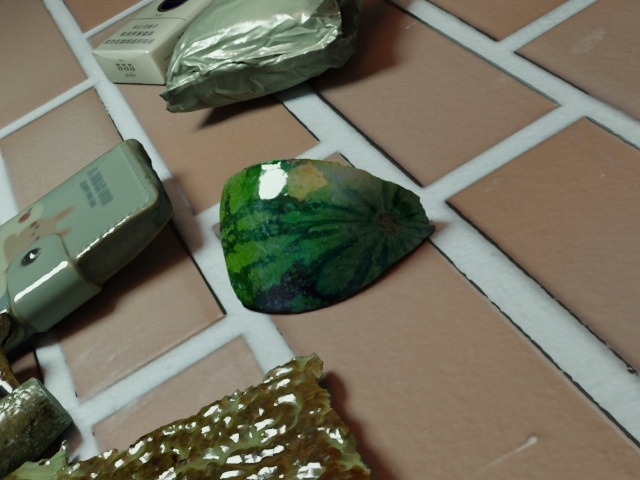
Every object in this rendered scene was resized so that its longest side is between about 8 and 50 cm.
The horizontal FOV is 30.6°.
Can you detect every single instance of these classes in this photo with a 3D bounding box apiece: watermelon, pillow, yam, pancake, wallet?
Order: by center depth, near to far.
[{"bbox_3d":[-0.138,0.245,1.050,0.427,0.067,0.305,-22,25,12],"label":"pancake"},{"bbox_3d":[-0.335,0.218,1.208,0.179,0.078,0.078,-42,34,-27],"label":"yam"},{"bbox_3d":[-0.012,0.004,1.257,0.231,0.128,0.146,-3,58,31],"label":"watermelon"},{"bbox_3d":[-0.348,0.021,1.486,0.360,0.083,0.252,-36,34,-2],"label":"wallet"},{"bbox_3d":[-0.067,-0.316,1.708,0.310,0.138,0.283,-16,33,24],"label":"pillow"}]

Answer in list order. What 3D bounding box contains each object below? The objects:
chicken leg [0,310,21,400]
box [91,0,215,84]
[{"bbox_3d":[-0.388,0.132,1.324,0.196,0.080,0.125,23,77,22],"label":"chicken leg"},{"bbox_3d":[-0.240,-0.363,1.969,0.168,0.071,0.259,8,48,44],"label":"box"}]
